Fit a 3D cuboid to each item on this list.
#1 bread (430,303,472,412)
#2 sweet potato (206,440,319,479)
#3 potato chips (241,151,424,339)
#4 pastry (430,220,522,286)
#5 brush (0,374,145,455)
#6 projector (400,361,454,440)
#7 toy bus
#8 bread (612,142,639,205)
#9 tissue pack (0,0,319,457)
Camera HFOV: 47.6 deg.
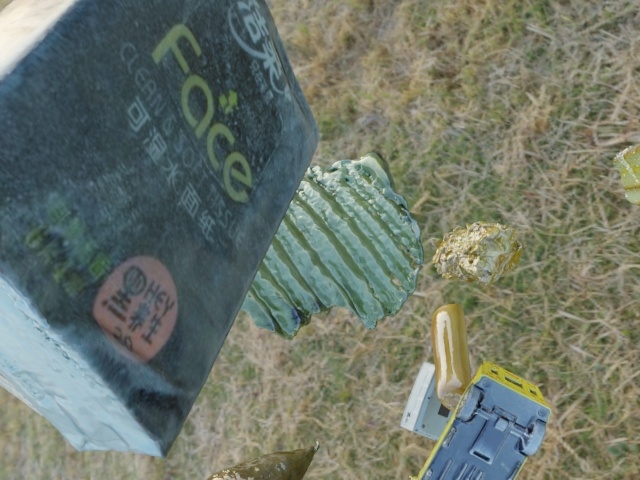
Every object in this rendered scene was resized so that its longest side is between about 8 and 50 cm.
[{"bbox_3d":[0.261,0.235,1.451,0.239,0.073,0.093,-84,-7,-50],"label":"bread"},{"bbox_3d":[-0.116,0.311,0.861,0.074,0.269,0.075,38,134,53],"label":"sweet potato"},{"bbox_3d":[0.000,-0.008,1.415,0.097,0.372,0.390,87,171,-58],"label":"potato chips"},{"bbox_3d":[0.331,0.020,1.565,0.154,0.102,0.250,-57,16,-7],"label":"pastry"},{"bbox_3d":[-0.261,0.152,0.736,0.233,0.047,0.103,30,142,17],"label":"brush"},{"bbox_3d":[0.252,0.351,1.555,0.061,0.115,0.147,7,73,61],"label":"projector"},{"bbox_3d":[0.255,0.381,1.247,0.144,0.152,0.330,27,102,6],"label":"toy bus"},{"bbox_3d":[0.554,-0.121,0.992,0.184,0.234,0.111,153,96,-83],"label":"bread"},{"bbox_3d":[-0.116,-0.057,0.468,0.103,0.228,0.316,-2,44,25],"label":"tissue pack"}]
